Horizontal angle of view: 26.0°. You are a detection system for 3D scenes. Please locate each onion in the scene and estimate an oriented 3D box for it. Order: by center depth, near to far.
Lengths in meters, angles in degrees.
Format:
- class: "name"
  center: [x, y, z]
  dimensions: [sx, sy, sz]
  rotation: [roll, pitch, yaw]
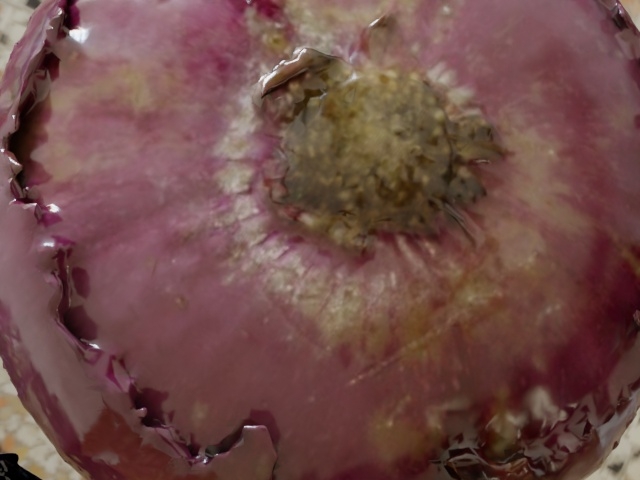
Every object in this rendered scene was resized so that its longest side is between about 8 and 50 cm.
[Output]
- class: "onion"
  center: [-0.003, 0.002, 0.723]
  dimensions: [0.358, 0.358, 0.345]
  rotation: [52, 143, 12]

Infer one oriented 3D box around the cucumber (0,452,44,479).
- class: "cucumber"
  center: [-0.148, 0.119, 0.654]
  dimensions: [0.163, 0.043, 0.039]
  rotation: [32, 108, 5]
